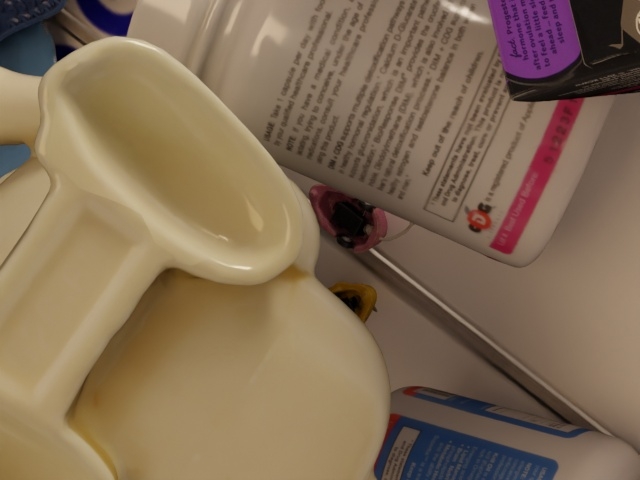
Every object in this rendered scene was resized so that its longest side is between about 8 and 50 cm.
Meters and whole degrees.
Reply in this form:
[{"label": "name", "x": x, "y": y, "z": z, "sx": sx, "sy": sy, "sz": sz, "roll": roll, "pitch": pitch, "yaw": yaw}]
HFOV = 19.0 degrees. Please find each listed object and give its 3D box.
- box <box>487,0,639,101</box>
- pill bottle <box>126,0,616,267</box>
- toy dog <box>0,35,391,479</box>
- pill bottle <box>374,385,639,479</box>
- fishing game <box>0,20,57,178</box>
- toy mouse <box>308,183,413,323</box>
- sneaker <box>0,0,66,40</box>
[{"label": "box", "x": 0.210, "y": -0.173, "z": 1.052, "sx": 0.143, "sy": 0.270, "sz": 0.165, "roll": -13, "pitch": 88, "yaw": 35}, {"label": "pill bottle", "x": 0.032, "y": -0.109, "z": 1.188, "sx": 0.283, "sy": 0.160, "sz": 0.160, "roll": 24, "pitch": 111, "yaw": 1}, {"label": "toy dog", "x": -0.117, "y": 0.044, "z": 1.214, "sx": 0.284, "sy": 0.395, "sz": 0.408, "roll": -64, "pitch": 17, "yaw": -1}, {"label": "pill bottle", "x": 0.136, "y": 0.176, "z": 1.237, "sx": 0.221, "sy": 0.124, "sz": 0.124, "roll": 13, "pitch": 103, "yaw": 34}, {"label": "fishing game", "x": -0.272, "y": -0.110, "z": 1.534, "sx": 0.189, "sy": 0.041, "sz": 0.264, "roll": -12, "pitch": 80, "yaw": 33}, {"label": "toy mouse", "x": 0.000, "y": 0.000, "z": 1.364, "sx": 0.161, "sy": 0.031, "sz": 0.143, "roll": -39, "pitch": 74, "yaw": 31}, {"label": "sneaker", "x": -0.249, "y": -0.204, "z": 1.467, "sx": 0.232, "sy": 0.090, "sz": 0.081, "roll": -7, "pitch": 133, "yaw": 43}]
